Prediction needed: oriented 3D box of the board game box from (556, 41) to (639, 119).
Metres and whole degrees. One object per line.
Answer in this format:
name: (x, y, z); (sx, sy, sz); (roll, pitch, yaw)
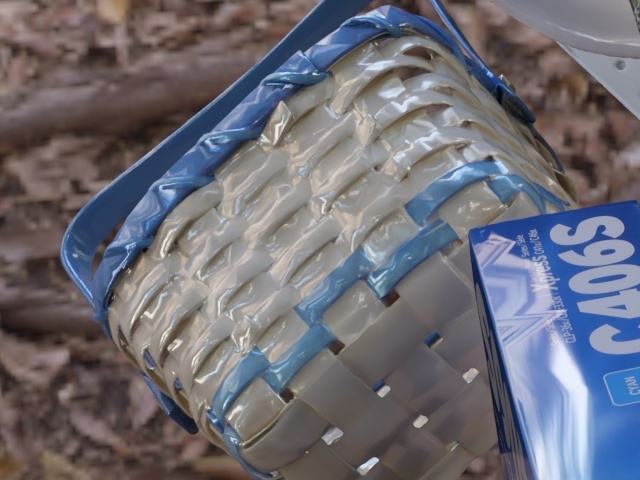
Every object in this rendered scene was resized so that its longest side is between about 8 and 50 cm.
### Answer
board game box: (0.422, -0.259, 1.670); (0.390, 0.390, 0.050); (48, 13, 29)

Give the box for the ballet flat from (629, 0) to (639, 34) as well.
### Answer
ballet flat: (0.183, -0.111, 0.867); (0.070, 0.070, 0.188); (-14, 64, -18)

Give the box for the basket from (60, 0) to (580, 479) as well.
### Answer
basket: (0.000, 0.000, 0.930); (0.255, 0.201, 0.289); (-41, 45, 7)

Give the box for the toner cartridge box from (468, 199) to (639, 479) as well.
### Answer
toner cartridge box: (0.112, 0.128, 0.612); (0.075, 0.165, 0.348); (-11, 22, 3)

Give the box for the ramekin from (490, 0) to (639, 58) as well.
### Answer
ramekin: (0.172, -0.248, 0.954); (0.277, 0.277, 0.135); (26, 44, 32)
